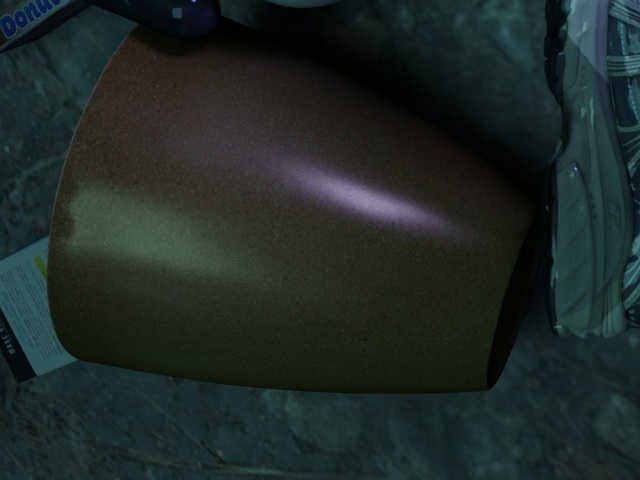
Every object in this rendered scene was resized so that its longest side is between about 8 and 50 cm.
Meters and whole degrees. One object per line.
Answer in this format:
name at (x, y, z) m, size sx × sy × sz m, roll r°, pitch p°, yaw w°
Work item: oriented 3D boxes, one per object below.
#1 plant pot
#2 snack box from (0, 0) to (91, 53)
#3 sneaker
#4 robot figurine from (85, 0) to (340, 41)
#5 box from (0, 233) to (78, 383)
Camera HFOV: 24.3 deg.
plant pot at (0.000, 0.000, 0.914) m, size 0.254 × 0.237 × 0.237 m, roll 18°, pitch 122°, yaw 16°
snack box at (-0.181, -0.174, 1.063) m, size 0.178 × 0.064 × 0.022 m, roll -21°, pitch 98°, yaw 43°
sneaker at (0.184, -0.087, 0.807) m, size 0.122 × 0.110 × 0.283 m, roll 1°, pitch 102°, yaw 3°
robot figurine at (-0.061, -0.244, 0.865) m, size 0.278 × 0.173 × 0.209 m, roll 29°, pitch 129°, yaw 25°
box at (-0.172, 0.031, 1.157) m, size 0.244 × 0.060 × 0.101 m, roll -22°, pitch 96°, yaw 43°
